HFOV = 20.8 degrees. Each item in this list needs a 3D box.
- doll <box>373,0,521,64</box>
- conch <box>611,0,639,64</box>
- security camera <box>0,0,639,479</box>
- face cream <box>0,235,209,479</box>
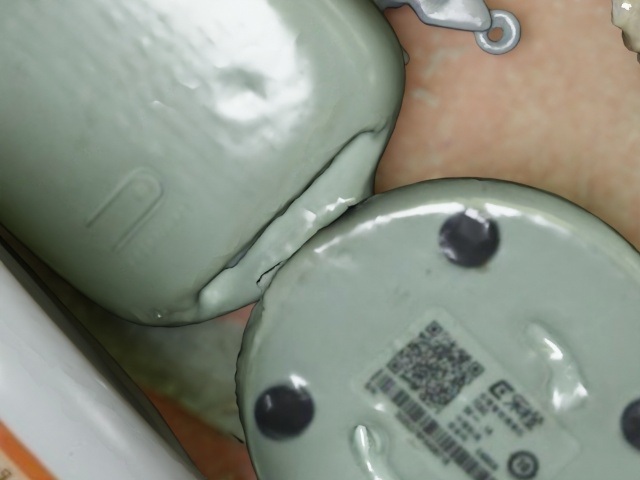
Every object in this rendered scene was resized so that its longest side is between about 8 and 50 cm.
[{"bbox_3d":[-0.008,-0.128,0.637,0.195,0.070,0.096,37,96,2],"label":"doll"},{"bbox_3d":[0.243,-0.012,0.558,0.324,0.186,0.263,15,97,7],"label":"conch"},{"bbox_3d":[0.000,0.000,0.606,0.301,0.080,0.157,45,105,-2],"label":"security camera"},{"bbox_3d":[-0.152,0.082,0.535,0.187,0.201,0.201,-42,79,-6],"label":"face cream"}]
